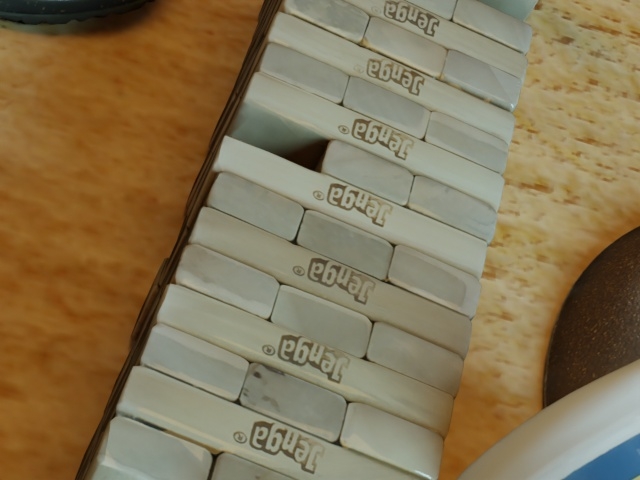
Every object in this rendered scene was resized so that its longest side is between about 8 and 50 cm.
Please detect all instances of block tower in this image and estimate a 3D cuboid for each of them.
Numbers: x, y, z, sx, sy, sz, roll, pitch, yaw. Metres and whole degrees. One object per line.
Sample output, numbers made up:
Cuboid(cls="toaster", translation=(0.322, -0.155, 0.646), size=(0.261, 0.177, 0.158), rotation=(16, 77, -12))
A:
Cuboid(cls="block tower", translation=(0.000, 0.000, 0.627), size=(0.091, 0.097, 0.335), rotation=(23, 44, -6))

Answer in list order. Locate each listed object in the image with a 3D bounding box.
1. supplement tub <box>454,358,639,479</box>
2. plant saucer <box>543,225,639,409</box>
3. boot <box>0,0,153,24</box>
Cuboid(cls="supplement tub", translation=(0.125, 0.138, 0.519), size=(0.144, 0.144, 0.200), rotation=(-10, 57, -35))
Cuboid(cls="plant saucer", translation=(0.230, 0.090, 0.698), size=(0.310, 0.050, 0.311), rotation=(14, 45, -15))
Cuboid(cls="boot", translation=(-0.144, -0.172, 0.665), size=(0.246, 0.161, 0.083), rotation=(13, 45, -16))
